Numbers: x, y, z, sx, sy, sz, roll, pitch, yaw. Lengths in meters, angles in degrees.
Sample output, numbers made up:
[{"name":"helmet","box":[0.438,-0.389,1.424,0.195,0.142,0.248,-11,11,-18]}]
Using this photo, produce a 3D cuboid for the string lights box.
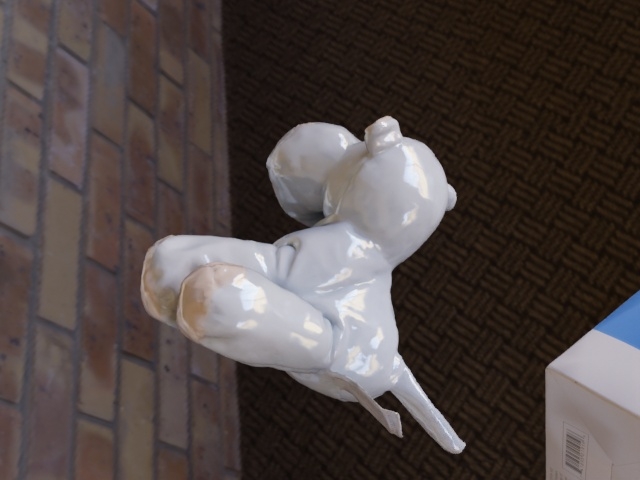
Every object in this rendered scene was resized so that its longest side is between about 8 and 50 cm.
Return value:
[{"name":"string lights box","box":[0.224,0.059,0.488,0.259,0.133,0.076,-32,41,-28]}]

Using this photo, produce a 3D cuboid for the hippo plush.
[{"name":"hippo plush","box":[0.000,0.000,0.821,0.294,0.234,0.237,21,84,39]}]
